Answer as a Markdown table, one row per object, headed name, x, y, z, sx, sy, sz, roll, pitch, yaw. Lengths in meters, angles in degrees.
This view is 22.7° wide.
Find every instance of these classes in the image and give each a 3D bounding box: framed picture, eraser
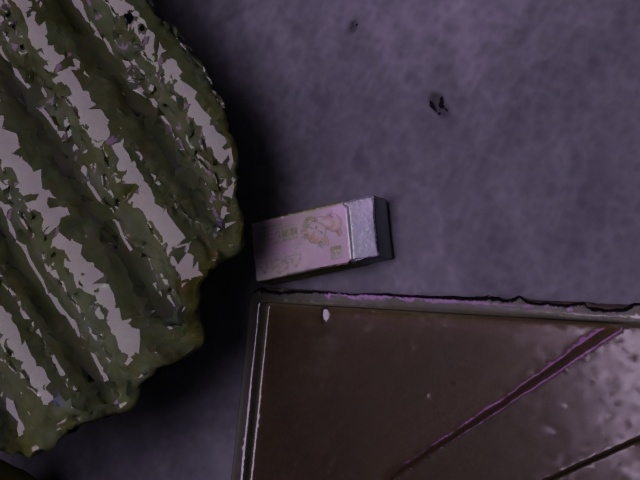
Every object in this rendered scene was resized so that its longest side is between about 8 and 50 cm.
| name | x | y | z | sx | sy | sz | roll | pitch | yaw |
| --- | --- | --- | --- | --- | --- | --- | --- | --- | --- |
| framed picture | 0.074 | 0.134 | 0.847 | 0.289 | 0.016 | 0.213 | 1 | 82 | 32 |
| eraser | 0.000 | 0.000 | 0.912 | 0.083 | 0.019 | 0.038 | -11 | 75 | 30 |

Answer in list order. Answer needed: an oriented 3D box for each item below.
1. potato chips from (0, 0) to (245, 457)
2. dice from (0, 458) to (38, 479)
| name | x | y | z | sx | sy | sz | roll | pitch | yaw |
| --- | --- | --- | --- | --- | --- | --- | --- | --- | --- |
| potato chips | -0.255 | -0.062 | 0.892 | 0.358 | 0.070 | 0.429 | -34 | 85 | -10 |
| dice | -0.226 | 0.234 | 0.928 | 0.169 | 0.169 | 0.166 | -43 | 63 | 20 |
